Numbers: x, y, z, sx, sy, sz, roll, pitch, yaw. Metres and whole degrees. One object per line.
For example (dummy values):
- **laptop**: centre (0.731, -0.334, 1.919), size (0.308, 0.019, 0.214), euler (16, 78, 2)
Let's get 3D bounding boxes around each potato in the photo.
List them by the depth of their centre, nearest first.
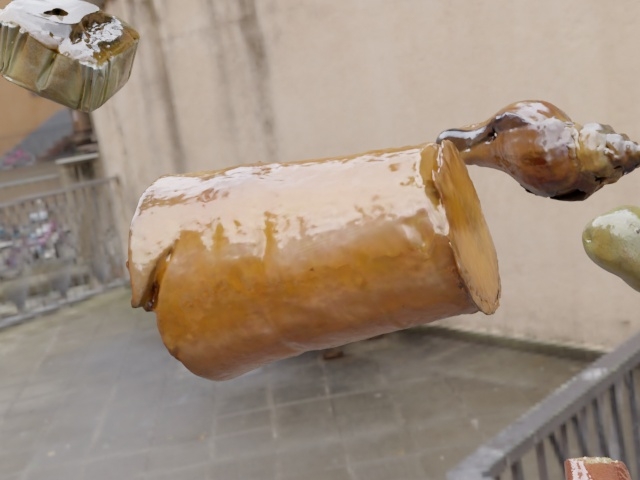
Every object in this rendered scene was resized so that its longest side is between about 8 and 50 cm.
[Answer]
- **potato**: centre (0.619, 0.021, 2.000), size (0.157, 0.194, 0.157), euler (-30, -14, -8)

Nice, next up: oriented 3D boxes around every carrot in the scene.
- **carrot**: centre (0.000, 0.000, 0.814), size (0.254, 0.196, 0.196), euler (-17, 6, 26)

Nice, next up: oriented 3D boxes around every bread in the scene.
- **bread**: centre (0.303, 0.285, 1.061), size (0.067, 0.119, 0.192), euler (-17, 27, 14)
- **bread**: centre (-0.386, -0.298, 1.536), size (0.192, 0.110, 0.210), euler (26, 28, 2)

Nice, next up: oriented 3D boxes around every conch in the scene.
- **conch**: centre (0.200, -0.091, 0.957), size (0.232, 0.086, 0.080), euler (27, 8, 35)
